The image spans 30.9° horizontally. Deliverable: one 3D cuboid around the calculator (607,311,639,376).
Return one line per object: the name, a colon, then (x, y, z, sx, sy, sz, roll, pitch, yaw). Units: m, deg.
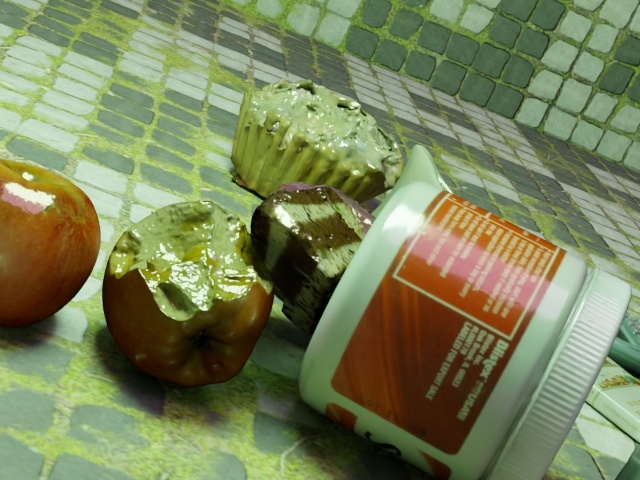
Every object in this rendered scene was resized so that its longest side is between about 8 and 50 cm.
calculator: (0.450, 0.145, 1.704, 0.299, 0.041, 0.185, 22, 18, -12)

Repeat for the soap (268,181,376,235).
soap: (0.049, 0.037, 1.394, 0.289, 0.112, 0.182, 34, 21, 26)

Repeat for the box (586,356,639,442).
box: (0.369, 0.187, 1.507, 0.122, 0.032, 0.220, 4, 28, -45)

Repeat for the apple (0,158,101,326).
apple: (-0.286, 0.001, 1.058, 0.163, 0.139, 0.163, 20, 6, -2)

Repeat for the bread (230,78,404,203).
bread: (-0.008, -0.136, 1.741, 0.274, 0.149, 0.274, 25, 23, -11)

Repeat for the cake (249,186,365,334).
cake: (0.004, -0.007, 1.185, 0.112, 0.135, 0.246, 44, -17, 9)

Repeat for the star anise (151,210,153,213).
star anise: (-0.120, 0.029, 1.253, 0.157, 0.053, 0.212, 47, -11, -16)

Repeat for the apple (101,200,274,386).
apple: (-0.124, 0.058, 1.085, 0.156, 0.147, 0.158, 12, 44, -21)

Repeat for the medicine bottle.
medicine bottle: (0.135, 0.098, 1.117, 0.241, 0.252, 0.252, 27, 19, 11)

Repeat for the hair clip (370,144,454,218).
hair clip: (0.141, 0.014, 1.526, 0.282, 0.172, 0.113, 49, 20, 27)

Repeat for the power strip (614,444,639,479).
power strip: (0.357, 0.309, 1.066, 0.229, 0.141, 0.261, 32, 6, 18)
